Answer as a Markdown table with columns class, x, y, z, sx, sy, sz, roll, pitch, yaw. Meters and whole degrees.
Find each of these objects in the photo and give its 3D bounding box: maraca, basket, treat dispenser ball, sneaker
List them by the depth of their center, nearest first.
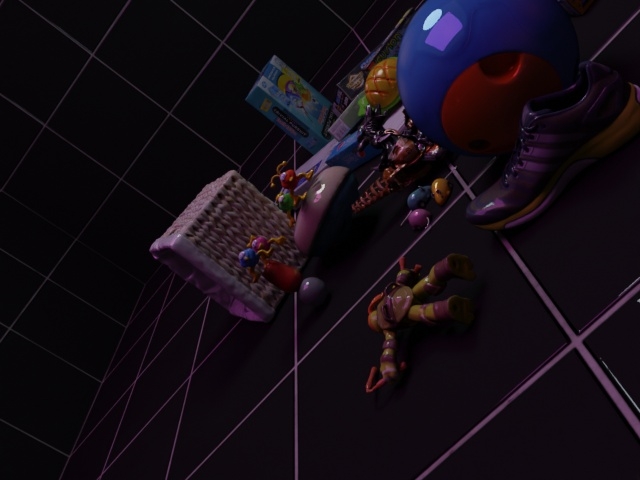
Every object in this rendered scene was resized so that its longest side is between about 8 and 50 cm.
| class | x | y | z | sx | sy | sz | roll | pitch | yaw |
| --- | --- | --- | --- | --- | --- | --- | --- | --- | --- |
| sneaker | 0.316 | -0.135 | 0.923 | 0.300 | 0.121 | 0.111 | -45 | 18 | 25 |
| treat dispenser ball | 0.268 | -0.281 | 1.045 | 0.288 | 0.288 | 0.288 | -47 | 18 | 21 |
| maraca | 0.161 | -0.389 | 1.665 | 0.186 | 0.099 | 0.127 | -56 | 46 | 23 |
| basket | -0.240 | 0.019 | 1.731 | 0.267 | 0.331 | 0.328 | -56 | 18 | -16 |

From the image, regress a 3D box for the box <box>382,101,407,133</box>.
| class | x | y | z | sx | sy | sz | roll | pitch | yaw |
| --- | --- | --- | --- | --- | --- | --- | --- | --- | --- |
| box | 0.251 | -0.371 | 1.660 | 0.232 | 0.058 | 0.322 | -49 | 18 | 13 |

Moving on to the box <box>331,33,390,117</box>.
| class | x | y | z | sx | sy | sz | roll | pitch | yaw |
| --- | --- | --- | --- | --- | --- | --- | --- | --- | --- |
| box | 0.163 | -0.506 | 1.935 | 0.295 | 0.073 | 0.293 | -45 | 1 | -4 |

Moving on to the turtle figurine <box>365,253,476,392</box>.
| class | x | y | z | sx | sy | sz | roll | pitch | yaw |
| --- | --- | --- | --- | --- | --- | --- | --- | --- | --- |
| turtle figurine | 0.140 | 0.094 | 0.996 | 0.217 | 0.087 | 0.270 | -34 | 25 | 47 |

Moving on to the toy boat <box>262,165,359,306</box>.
| class | x | y | z | sx | sy | sz | roll | pitch | yaw |
| --- | --- | --- | --- | --- | --- | --- | --- | --- | --- |
| toy boat | 0.000 | 0.000 | 1.468 | 0.318 | 0.148 | 0.267 | -61 | -5 | -29 |

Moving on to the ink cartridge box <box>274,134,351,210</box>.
| class | x | y | z | sx | sy | sz | roll | pitch | yaw |
| --- | --- | --- | --- | --- | --- | --- | --- | --- | --- |
| ink cartridge box | -0.023 | -0.208 | 2.050 | 0.332 | 0.065 | 0.166 | -31 | 28 | 48 |

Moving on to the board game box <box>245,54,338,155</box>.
| class | x | y | z | sx | sy | sz | roll | pitch | yaw |
| --- | --- | --- | --- | --- | --- | --- | --- | --- | --- |
| board game box | -0.076 | -0.459 | 2.210 | 0.079 | 0.336 | 0.254 | -41 | 21 | 34 |

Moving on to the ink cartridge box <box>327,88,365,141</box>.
| class | x | y | z | sx | sy | sz | roll | pitch | yaw |
| --- | --- | --- | --- | --- | --- | --- | --- | --- | --- |
| ink cartridge box | 0.138 | -0.397 | 1.863 | 0.235 | 0.056 | 0.171 | -46 | 2 | -41 |

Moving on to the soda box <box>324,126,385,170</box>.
| class | x | y | z | sx | sy | sz | roll | pitch | yaw |
| --- | --- | --- | --- | --- | --- | --- | --- | --- | --- |
| soda box | 0.102 | -0.256 | 1.799 | 0.210 | 0.071 | 0.067 | -25 | 31 | 57 |

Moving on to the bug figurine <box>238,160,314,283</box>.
| class | x | y | z | sx | sy | sz | roll | pitch | yaw |
| --- | --- | --- | --- | --- | --- | --- | --- | --- | --- |
| bug figurine | -0.106 | -0.040 | 1.438 | 0.279 | 0.072 | 0.216 | -63 | -5 | -5 |

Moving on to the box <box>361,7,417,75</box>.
| class | x | y | z | sx | sy | sz | roll | pitch | yaw |
| --- | --- | --- | --- | --- | --- | --- | --- | --- | --- |
| box | 0.219 | -0.506 | 1.726 | 0.207 | 0.114 | 0.036 | -52 | 16 | 2 |

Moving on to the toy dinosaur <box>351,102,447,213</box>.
| class | x | y | z | sx | sy | sz | roll | pitch | yaw |
| --- | --- | --- | --- | --- | --- | --- | --- | --- | --- |
| toy dinosaur | 0.179 | -0.198 | 1.373 | 0.321 | 0.164 | 0.218 | -31 | 33 | -13 |

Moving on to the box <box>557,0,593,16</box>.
| class | x | y | z | sx | sy | sz | roll | pitch | yaw |
| --- | --- | --- | --- | --- | --- | --- | --- | --- | --- |
| box | 0.481 | -0.486 | 1.285 | 0.059 | 0.054 | 0.169 | -52 | 18 | 6 |

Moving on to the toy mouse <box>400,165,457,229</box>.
| class | x | y | z | sx | sy | sz | roll | pitch | yaw |
| --- | --- | --- | --- | --- | --- | --- | --- | --- | --- |
| toy mouse | 0.196 | -0.069 | 1.261 | 0.143 | 0.031 | 0.161 | -35 | 25 | 46 |
